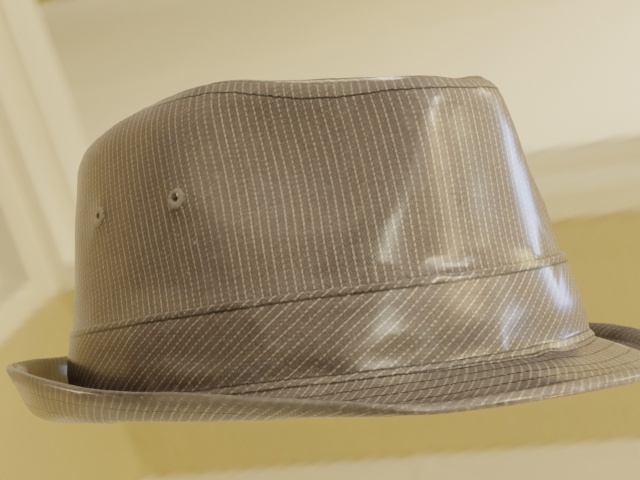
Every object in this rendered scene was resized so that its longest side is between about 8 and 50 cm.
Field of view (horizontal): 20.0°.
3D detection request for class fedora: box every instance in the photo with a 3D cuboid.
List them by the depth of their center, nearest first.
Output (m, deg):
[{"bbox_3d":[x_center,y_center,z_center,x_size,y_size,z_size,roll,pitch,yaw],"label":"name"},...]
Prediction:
[{"bbox_3d":[0.000,0.000,0.714,0.243,0.124,0.275,-6,179,-37],"label":"fedora"}]
